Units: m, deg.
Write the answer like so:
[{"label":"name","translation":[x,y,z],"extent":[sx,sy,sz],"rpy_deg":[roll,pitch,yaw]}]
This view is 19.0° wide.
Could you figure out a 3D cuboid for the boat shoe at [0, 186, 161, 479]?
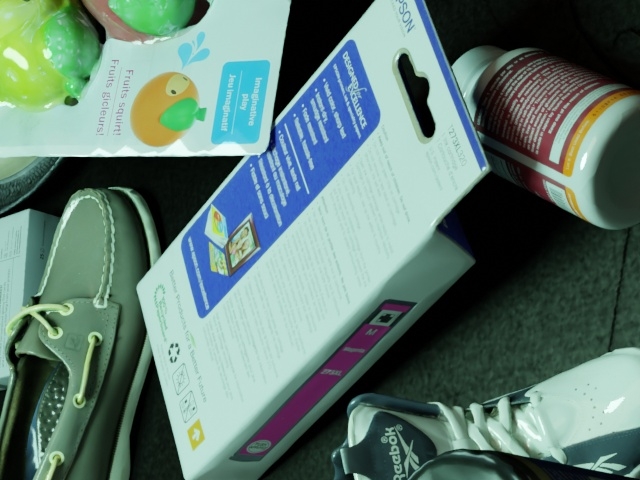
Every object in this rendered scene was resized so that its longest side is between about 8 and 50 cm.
[{"label":"boat shoe","translation":[-0.197,0.098,1.493],"extent":[0.109,0.091,0.305],"rpy_deg":[-4,74,45]}]

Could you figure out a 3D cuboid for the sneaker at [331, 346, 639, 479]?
[{"label":"sneaker","translation":[0.091,0.128,1.138],"extent":[0.235,0.153,0.094],"rpy_deg":[-31,57,36]}]

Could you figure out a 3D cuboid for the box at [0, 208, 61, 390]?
[{"label":"box","translation":[-0.299,0.062,1.652],"extent":[0.186,0.038,0.145],"rpy_deg":[-16,66,44]}]

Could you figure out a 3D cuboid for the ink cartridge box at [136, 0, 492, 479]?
[{"label":"ink cartridge box","translation":[0.000,0.000,1.300],"extent":[0.371,0.069,0.175],"rpy_deg":[-49,46,39]}]

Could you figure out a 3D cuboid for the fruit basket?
[{"label":"fruit basket","translation":[-0.176,-0.216,1.423],"extent":[0.353,0.165,0.327],"rpy_deg":[-1,70,31]}]

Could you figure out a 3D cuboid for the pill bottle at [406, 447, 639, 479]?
[{"label":"pill bottle","translation":[0.144,0.183,1.011],"extent":[0.123,0.219,0.122],"rpy_deg":[-18,65,44]}]

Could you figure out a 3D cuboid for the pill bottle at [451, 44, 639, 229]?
[{"label":"pill bottle","translation":[0.146,-0.071,1.195],"extent":[0.152,0.086,0.086],"rpy_deg":[32,101,46]}]

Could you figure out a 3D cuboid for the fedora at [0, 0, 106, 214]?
[{"label":"fedora","translation":[-0.326,-0.175,1.662],"extent":[0.334,0.152,0.334],"rpy_deg":[-20,60,40]}]
